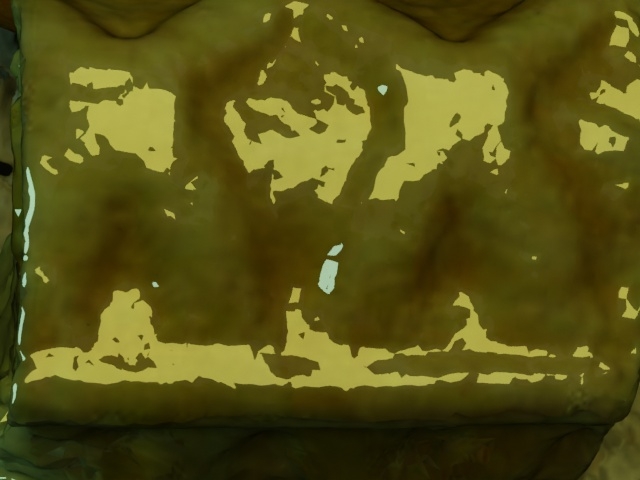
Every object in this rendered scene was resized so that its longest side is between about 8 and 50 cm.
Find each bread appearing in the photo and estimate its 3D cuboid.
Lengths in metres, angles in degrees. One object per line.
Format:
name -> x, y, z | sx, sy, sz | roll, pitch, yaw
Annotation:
bread -> -0.001, 0.003, 0.697 | 0.252, 0.196, 0.238 | 8, 91, -10

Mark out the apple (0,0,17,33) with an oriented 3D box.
apple -> -0.084, -0.173, 0.764 | 0.196, 0.196, 0.196 | 2, 70, -5
